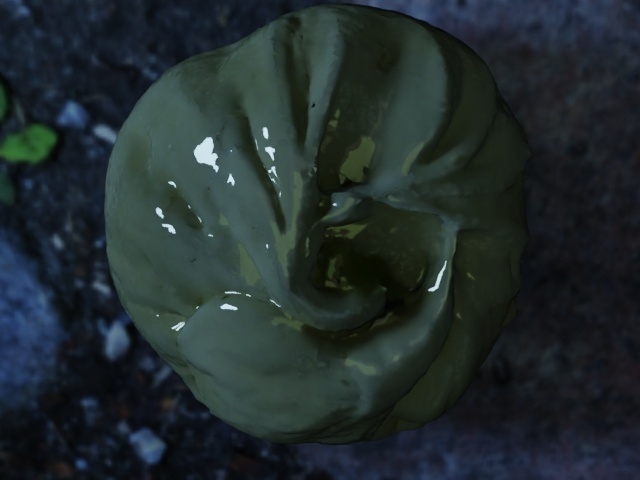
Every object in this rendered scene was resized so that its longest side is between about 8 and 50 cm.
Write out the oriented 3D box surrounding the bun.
[{"bbox_3d":[0.000,0.000,0.540,0.259,0.160,0.259,0,107,0],"label":"bun"}]
